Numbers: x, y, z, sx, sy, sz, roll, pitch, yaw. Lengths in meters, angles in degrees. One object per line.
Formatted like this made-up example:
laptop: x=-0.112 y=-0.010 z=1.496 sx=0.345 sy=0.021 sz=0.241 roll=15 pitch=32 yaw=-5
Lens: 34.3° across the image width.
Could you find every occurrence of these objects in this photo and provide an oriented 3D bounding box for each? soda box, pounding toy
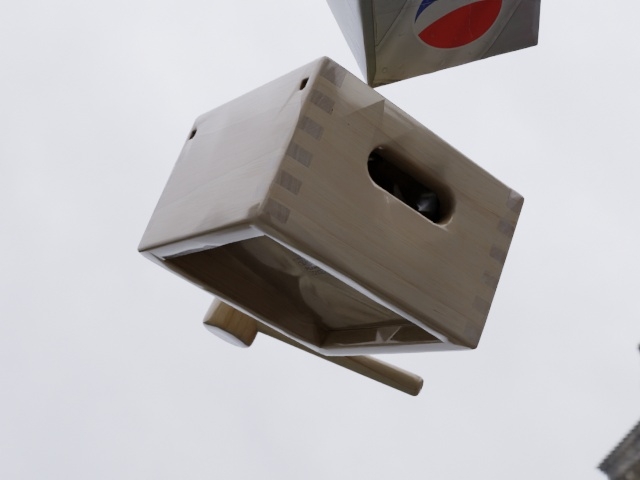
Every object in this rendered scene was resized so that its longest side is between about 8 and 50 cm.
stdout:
soda box: x=0.025 y=-0.216 z=0.580 sx=0.098 sy=0.286 sz=0.091 roll=-17 pitch=-39 yaw=-6
pounding toy: x=0.004 y=0.005 z=0.550 sx=0.181 sy=0.094 sz=0.206 roll=31 pitch=-22 yaw=-26
